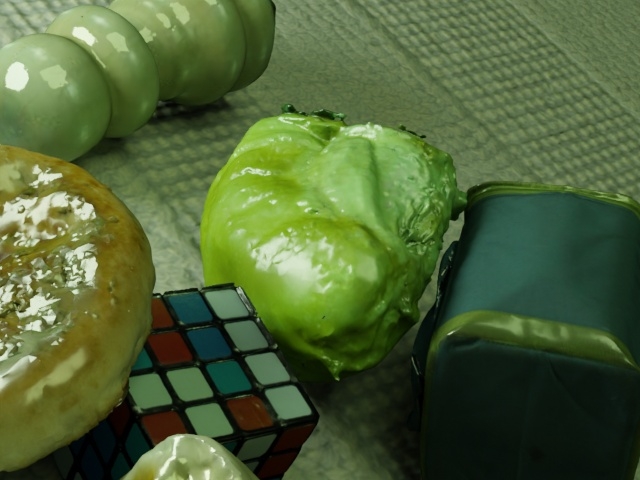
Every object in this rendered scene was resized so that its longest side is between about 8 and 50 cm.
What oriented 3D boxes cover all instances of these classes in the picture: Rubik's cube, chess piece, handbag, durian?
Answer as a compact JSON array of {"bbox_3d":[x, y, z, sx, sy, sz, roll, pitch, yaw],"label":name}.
[{"bbox_3d":[-0.121,0.144,1.129,0.155,0.151,0.154,-7,51,-36],"label":"Rubik's cube"},{"bbox_3d":[-0.213,-0.189,1.451,0.182,0.182,0.330,39,44,14],"label":"chess piece"},{"bbox_3d":[0.205,0.107,1.277,0.222,0.263,0.241,6,39,13],"label":"handbag"},{"bbox_3d":[0.000,0.000,1.297,0.204,0.256,0.340,47,41,-23],"label":"durian"}]

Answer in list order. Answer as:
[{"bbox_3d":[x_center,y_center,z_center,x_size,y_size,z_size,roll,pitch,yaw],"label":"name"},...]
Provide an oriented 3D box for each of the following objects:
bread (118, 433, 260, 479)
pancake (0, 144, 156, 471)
[{"bbox_3d":[-0.060,0.317,0.824,0.245,0.329,0.424,14,34,-18],"label":"bread"},{"bbox_3d":[-0.312,0.054,1.056,0.387,0.082,0.387,-8,39,7],"label":"pancake"}]
